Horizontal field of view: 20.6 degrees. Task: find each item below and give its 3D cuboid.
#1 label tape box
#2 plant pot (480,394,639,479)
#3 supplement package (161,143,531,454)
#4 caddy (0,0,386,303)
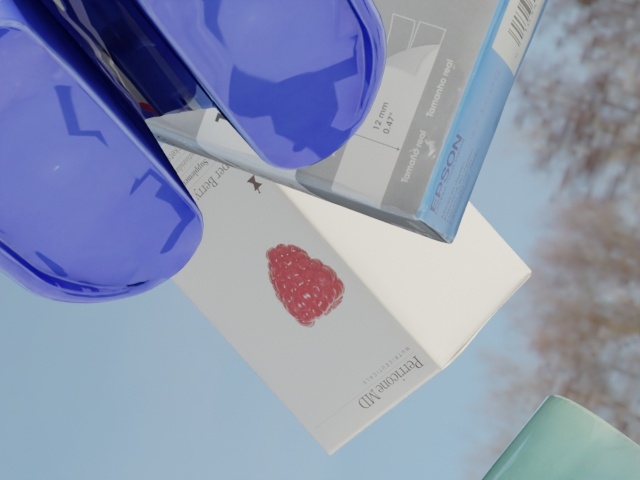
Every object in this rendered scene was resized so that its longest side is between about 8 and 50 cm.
[{"bbox_3d":[-0.032,-0.174,1.206,0.249,0.348,0.115,-69,-16,-2],"label":"label tape box"},{"bbox_3d":[0.088,0.228,0.496,0.235,0.293,0.293,-44,-29,-3],"label":"plant pot"},{"bbox_3d":[0.000,0.000,1.519,0.177,0.293,0.175,-43,-1,43],"label":"supplement package"},{"bbox_3d":[-0.119,-0.121,0.841,0.241,0.179,0.341,-37,-26,0],"label":"caddy"}]
